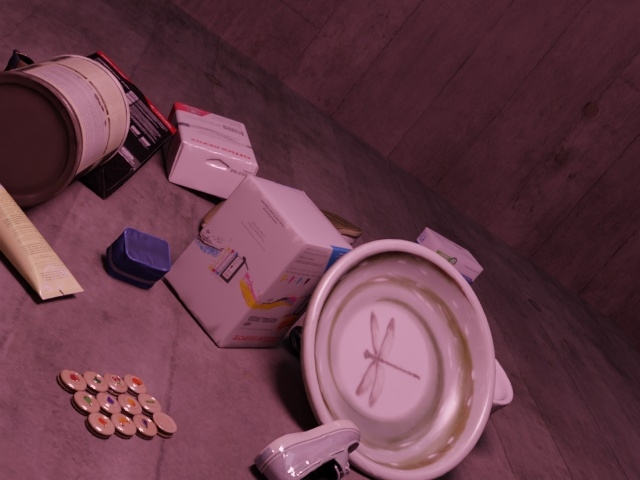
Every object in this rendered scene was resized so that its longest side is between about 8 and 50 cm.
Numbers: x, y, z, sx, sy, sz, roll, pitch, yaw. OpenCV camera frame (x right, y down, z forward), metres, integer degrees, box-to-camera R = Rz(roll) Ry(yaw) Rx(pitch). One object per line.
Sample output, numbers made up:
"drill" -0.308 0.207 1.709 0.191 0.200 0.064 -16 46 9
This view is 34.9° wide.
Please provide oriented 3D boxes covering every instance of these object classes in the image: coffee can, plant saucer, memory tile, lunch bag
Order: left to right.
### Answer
"coffee can" -0.434 -0.182 1.610 0.201 0.201 0.275 37 16 -5
"memory tile" -0.255 0.206 1.285 0.113 0.012 0.148 49 18 31
"lunch bag" -0.286 0.031 1.601 0.098 0.065 0.067 24 42 -36
"plant saucer" 0.116 0.201 1.695 0.400 0.400 0.101 31 -26 -25

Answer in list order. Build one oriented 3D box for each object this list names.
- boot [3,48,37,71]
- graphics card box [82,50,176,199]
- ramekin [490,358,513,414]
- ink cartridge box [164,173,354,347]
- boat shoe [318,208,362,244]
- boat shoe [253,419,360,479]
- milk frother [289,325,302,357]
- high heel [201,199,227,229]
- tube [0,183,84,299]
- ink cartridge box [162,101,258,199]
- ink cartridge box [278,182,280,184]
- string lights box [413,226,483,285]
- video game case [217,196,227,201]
"boot" -0.545 -0.300 1.870 0.082 0.106 0.219 34 17 -17
"graphics card box" -0.415 -0.229 1.933 0.233 0.094 0.371 47 13 -11
"ramekin" 0.226 0.254 1.970 0.277 0.135 0.277 36 20 -15
"ink cartridge box" -0.099 0.041 1.683 0.168 0.232 0.171 49 18 26
"boat shoe" 0.000 0.000 2.255 0.113 0.103 0.302 30 13 19
"boat shoe" -0.004 0.315 1.444 0.227 0.079 0.081 1 47 -56
"milk frother" 0.037 0.170 1.807 0.129 0.134 0.143 47 18 30
"high heel" -0.144 0.021 1.980 0.186 0.093 0.261 57 -4 -20
"tube" -0.432 -0.010 1.424 0.070 0.062 0.240 -36 77 -29
"ink cartridge box" -0.242 -0.192 2.194 0.172 0.100 0.237 16 23 -20
"ink cartridge box" -0.099 -0.058 2.214 0.099 0.056 0.135 45 29 0
"string lights box" 0.195 0.113 2.082 0.133 0.259 0.076 27 19 -33
"video game case" -0.189 -0.116 2.306 0.183 0.023 0.201 31 17 -26
